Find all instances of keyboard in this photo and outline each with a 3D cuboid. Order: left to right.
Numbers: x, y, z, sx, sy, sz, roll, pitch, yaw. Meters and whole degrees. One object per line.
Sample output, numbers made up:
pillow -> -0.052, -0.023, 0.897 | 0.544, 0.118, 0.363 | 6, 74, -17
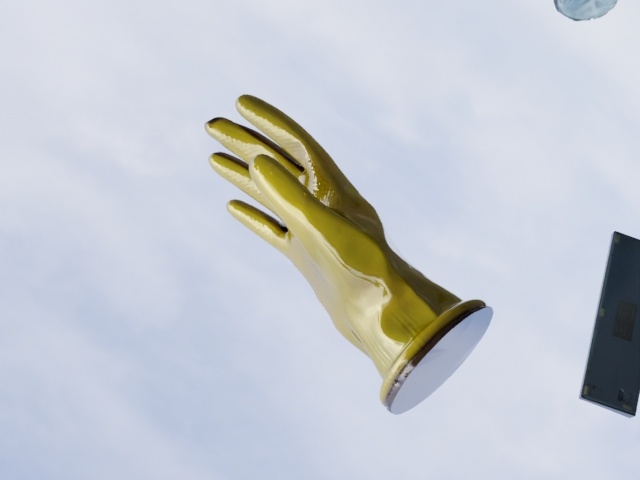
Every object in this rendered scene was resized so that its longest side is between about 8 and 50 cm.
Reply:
keyboard -> 0.283, 0.076, 1.136 | 0.055, 0.014, 0.176 | 20, -116, -6

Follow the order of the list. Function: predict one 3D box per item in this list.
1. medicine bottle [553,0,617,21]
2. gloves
medicine bottle -> 0.189, -0.251, 0.934 | 0.051, 0.051, 0.191 | 22, -133, -28
gloves -> -0.001, 0.001, 1.014 | 0.294, 0.133, 0.116 | 45, -139, 21
